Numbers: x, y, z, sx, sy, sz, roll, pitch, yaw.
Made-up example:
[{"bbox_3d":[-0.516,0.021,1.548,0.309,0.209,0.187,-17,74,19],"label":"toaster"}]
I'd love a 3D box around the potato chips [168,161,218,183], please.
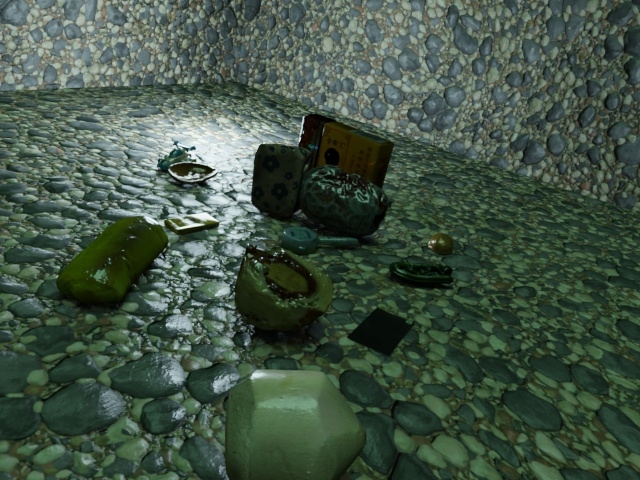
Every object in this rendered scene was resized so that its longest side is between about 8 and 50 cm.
[{"bbox_3d":[-0.500,-0.257,2.153,0.150,0.049,0.202,27,27,23],"label":"potato chips"}]

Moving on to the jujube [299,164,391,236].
[{"bbox_3d":[0.080,-0.136,1.931,0.317,0.226,0.226,21,27,17],"label":"jujube"}]

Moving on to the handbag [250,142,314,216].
[{"bbox_3d":[-0.132,-0.226,2.012,0.190,0.251,0.193,13,14,24],"label":"handbag"}]

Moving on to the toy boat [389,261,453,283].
[{"bbox_3d":[0.311,0.100,1.713,0.210,0.052,0.104,5,28,-14],"label":"toy boat"}]

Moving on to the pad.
[{"bbox_3d":[0.160,0.232,1.427,0.116,0.004,0.193,21,28,23],"label":"pad"}]

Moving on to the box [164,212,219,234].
[{"bbox_3d":[-0.416,-0.055,1.787,0.155,0.023,0.087,-13,37,-42],"label":"box"}]

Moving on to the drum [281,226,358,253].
[{"bbox_3d":[0.000,0.009,1.784,0.253,0.049,0.130,9,24,-4],"label":"drum"}]

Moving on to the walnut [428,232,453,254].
[{"bbox_3d":[0.435,0.004,1.967,0.091,0.052,0.121,18,28,10],"label":"walnut"}]

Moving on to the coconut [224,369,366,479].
[{"bbox_3d":[-0.043,0.322,0.922,0.234,0.224,0.224,3,26,-13],"label":"coconut"}]

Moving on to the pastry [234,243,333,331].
[{"bbox_3d":[-0.104,0.130,1.362,0.237,0.170,0.256,27,17,-12],"label":"pastry"}]

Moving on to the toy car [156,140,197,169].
[{"bbox_3d":[-0.587,-0.339,2.234,0.126,0.098,0.161,17,24,18],"label":"toy car"}]

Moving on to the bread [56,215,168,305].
[{"bbox_3d":[-0.529,0.034,1.442,0.166,0.112,0.383,12,25,2],"label":"bread"}]

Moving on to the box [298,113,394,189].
[{"bbox_3d":[0.087,-0.354,2.348,0.415,0.264,0.116,28,30,29],"label":"box"}]
